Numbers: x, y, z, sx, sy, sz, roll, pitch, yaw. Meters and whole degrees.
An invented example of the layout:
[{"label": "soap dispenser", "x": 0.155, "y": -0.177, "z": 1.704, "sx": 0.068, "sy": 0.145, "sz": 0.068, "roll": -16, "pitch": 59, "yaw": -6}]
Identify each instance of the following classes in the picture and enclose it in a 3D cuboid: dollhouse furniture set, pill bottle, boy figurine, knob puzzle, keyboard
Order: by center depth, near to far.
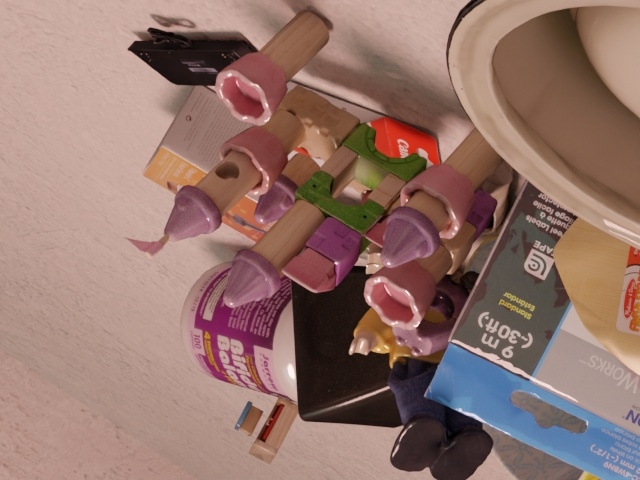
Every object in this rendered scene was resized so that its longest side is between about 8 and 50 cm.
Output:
[{"label": "knob puzzle", "x": 0.302, "y": 0.026, "z": 1.569, "sx": 0.213, "sy": 0.213, "sz": 0.030, "roll": 21, "pitch": -164, "yaw": 19}, {"label": "boy figurine", "x": 0.109, "y": 0.121, "z": 1.924, "sx": 0.177, "sy": 0.285, "sz": 0.092, "roll": 15, "pitch": 127, "yaw": -19}, {"label": "keyboard", "x": -0.135, "y": -0.202, "z": 1.934, "sx": 0.180, "sy": 0.023, "sz": 0.108, "roll": 6, "pitch": 157, "yaw": 45}, {"label": "pill bottle", "x": -0.036, "y": 0.129, "z": 2.375, "sx": 0.301, "sy": 0.169, "sz": 0.169, "roll": 10, "pitch": 154, "yaw": 47}, {"label": "dollhouse furniture set", "x": -0.082, "y": 0.209, "z": 2.627, "sx": 0.129, "sy": 0.184, "sz": 0.129, "roll": 28, "pitch": 160, "yaw": 1}]

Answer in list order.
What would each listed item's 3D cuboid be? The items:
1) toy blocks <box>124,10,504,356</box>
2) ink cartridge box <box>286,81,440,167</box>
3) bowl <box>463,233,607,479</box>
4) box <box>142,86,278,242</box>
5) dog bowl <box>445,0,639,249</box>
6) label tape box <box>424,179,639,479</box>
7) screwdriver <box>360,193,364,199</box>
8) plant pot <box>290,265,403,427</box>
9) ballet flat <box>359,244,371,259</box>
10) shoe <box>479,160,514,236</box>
[{"label": "toy blocks", "x": 0.000, "y": 0.000, "z": 1.755, "sx": 0.288, "sy": 0.260, "sz": 0.309, "roll": 32, "pitch": 148, "yaw": 17}, {"label": "ink cartridge box", "x": 0.042, "y": -0.094, "z": 1.933, "sx": 0.179, "sy": 0.045, "sz": 0.145, "roll": 24, "pitch": 160, "yaw": 18}, {"label": "bowl", "x": 0.284, "y": 0.122, "z": 1.933, "sx": 0.156, "sy": 0.290, "sz": 0.289, "roll": -10, "pitch": 174, "yaw": -24}, {"label": "box", "x": -0.104, "y": -0.086, "z": 2.073, "sx": 0.170, "sy": 0.091, "sz": 0.130, "roll": 31, "pitch": 160, "yaw": -6}, {"label": "dog bowl", "x": 0.310, "y": -0.124, "z": 1.354, "sx": 0.408, "sy": 0.150, "sz": 0.408, "roll": 25, "pitch": 161, "yaw": 9}, {"label": "label tape box", "x": 0.264, "y": 0.083, "z": 1.686, "sx": 0.249, "sy": 0.115, "sz": 0.348, "roll": 26, "pitch": 115, "yaw": 5}, {"label": "screwdriver", "x": 0.063, "y": -0.009, "z": 2.146, "sx": 0.025, "sy": 0.024, "sz": 0.170, "roll": -10, "pitch": 146, "yaw": 14}, {"label": "plant pot", "x": 0.091, "y": 0.118, "z": 2.147, "sx": 0.167, "sy": 0.188, "sz": 0.187, "roll": -16, "pitch": 162, "yaw": 40}, {"label": "ballet flat", "x": 0.031, "y": -0.013, "z": 2.100, "sx": 0.213, "sy": 0.072, "sz": 0.068, "roll": 8, "pitch": 118, "yaw": 25}, {"label": "shoe", "x": 0.160, "y": -0.047, "z": 1.867, "sx": 0.076, "sy": 0.058, "sz": 0.219, "roll": 24, "pitch": 160, "yaw": 8}]
